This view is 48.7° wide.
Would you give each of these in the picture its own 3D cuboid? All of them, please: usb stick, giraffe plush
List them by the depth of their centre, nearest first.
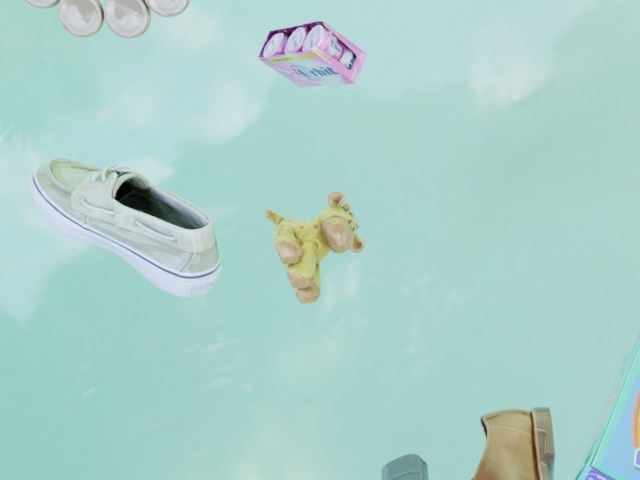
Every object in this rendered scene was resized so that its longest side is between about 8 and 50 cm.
[{"bbox_3d":[0.120,0.377,1.000,0.077,0.278,0.045,-18,94,7],"label":"usb stick"},{"bbox_3d":[0.000,0.000,1.427,0.170,0.210,0.181,-22,135,-1],"label":"giraffe plush"}]

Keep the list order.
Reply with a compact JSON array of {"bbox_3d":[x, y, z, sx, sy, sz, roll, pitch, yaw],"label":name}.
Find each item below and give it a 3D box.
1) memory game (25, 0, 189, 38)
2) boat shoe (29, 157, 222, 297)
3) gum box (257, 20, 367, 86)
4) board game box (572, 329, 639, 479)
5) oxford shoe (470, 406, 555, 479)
[{"bbox_3d":[-0.166,-0.244,0.526,0.186,0.012,0.186,3,114,8],"label":"memory game"},{"bbox_3d":[-0.230,-0.042,0.841,0.302,0.109,0.094,27,124,24],"label":"boat shoe"},{"bbox_3d":[-0.014,-0.329,1.262,0.188,0.107,0.062,14,79,54],"label":"gum box"},{"bbox_3d":[0.284,0.157,0.451,0.210,0.160,0.047,28,133,21],"label":"board game box"},{"bbox_3d":[0.163,0.233,0.596,0.076,0.212,0.076,-2,124,12],"label":"oxford shoe"}]
